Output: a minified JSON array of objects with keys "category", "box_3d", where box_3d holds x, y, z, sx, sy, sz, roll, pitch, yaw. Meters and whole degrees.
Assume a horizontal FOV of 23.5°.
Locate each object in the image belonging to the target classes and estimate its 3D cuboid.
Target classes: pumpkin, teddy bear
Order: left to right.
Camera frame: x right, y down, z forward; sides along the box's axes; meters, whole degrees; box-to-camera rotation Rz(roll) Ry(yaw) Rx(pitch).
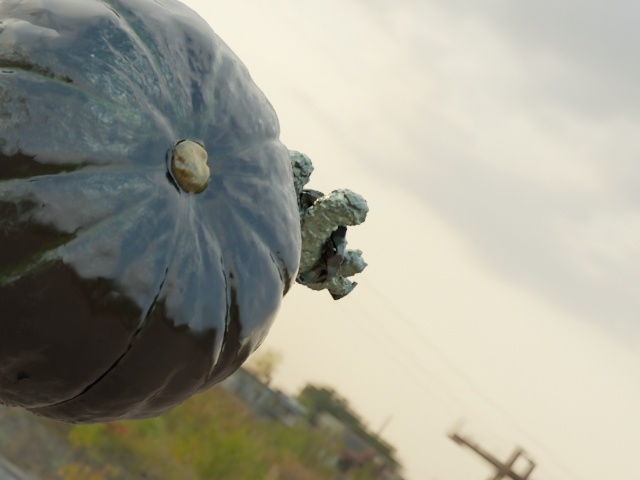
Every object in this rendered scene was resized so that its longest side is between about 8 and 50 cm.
[{"category":"pumpkin","box_3d":[-0.109,-0.019,0.749,0.162,0.220,0.220,-16,-48,46]},{"category":"teddy bear","box_3d":[-0.014,0.010,1.659,0.133,0.111,0.213,37,-23,23]}]
